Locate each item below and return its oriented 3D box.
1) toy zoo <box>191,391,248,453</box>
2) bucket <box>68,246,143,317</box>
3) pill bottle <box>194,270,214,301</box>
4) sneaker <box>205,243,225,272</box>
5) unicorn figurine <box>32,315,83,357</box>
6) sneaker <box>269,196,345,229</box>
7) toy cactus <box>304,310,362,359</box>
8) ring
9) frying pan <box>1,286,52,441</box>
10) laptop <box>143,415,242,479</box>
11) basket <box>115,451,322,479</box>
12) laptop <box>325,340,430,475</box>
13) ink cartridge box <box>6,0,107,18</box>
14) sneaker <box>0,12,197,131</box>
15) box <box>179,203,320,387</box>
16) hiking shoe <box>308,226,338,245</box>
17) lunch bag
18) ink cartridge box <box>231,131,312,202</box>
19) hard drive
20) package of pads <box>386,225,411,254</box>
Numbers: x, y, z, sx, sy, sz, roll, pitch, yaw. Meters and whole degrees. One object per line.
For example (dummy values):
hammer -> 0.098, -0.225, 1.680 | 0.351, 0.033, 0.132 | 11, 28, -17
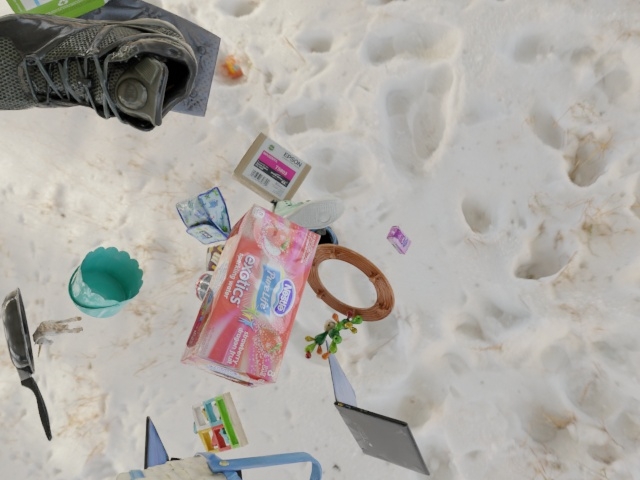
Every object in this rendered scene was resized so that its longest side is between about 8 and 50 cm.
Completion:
toy zoo -> -0.384, 0.674, 1.859 | 0.293, 0.030, 0.192 | -33, 75, 42
bucket -> -0.917, 0.185, 2.173 | 0.183, 0.281, 0.281 | -44, 72, 34
pill bottle -> -0.307, 0.165, 1.616 | 0.180, 0.108, 0.107 | 13, 90, 43
sneaker -> -0.382, 0.085, 1.922 | 0.084, 0.069, 0.185 | -16, 50, 4
unicorn figurine -> -0.604, 0.205, 1.160 | 0.111, 0.162, 0.060 | -9, 65, -19
sneaker -> -0.052, -0.096, 1.506 | 0.256, 0.151, 0.094 | -19, 124, 13
toy cactus -> 0.032, 0.300, 1.693 | 0.219, 0.180, 0.112 | -42, 101, 0
ring -> 0.081, 0.148, 1.646 | 0.337, 0.336, 0.032 | 24, 52, 20
frying pan -> -0.650, 0.263, 1.124 | 0.197, 0.053, 0.325 | 2, 101, 61
laptop -> -0.237, 0.494, 0.992 | 0.136, 0.265, 0.234 | -57, 29, 23
basket -> -0.143, 0.412, 0.688 | 0.201, 0.289, 0.254 | 7, 81, 61
laptop -> 0.199, 0.599, 1.837 | 0.408, 0.381, 0.236 | 6, 49, 32
ink cartridge box -> -0.366, -0.453, 0.746 | 0.255, 0.097, 0.188 | -31, 102, -12
sneaker -> -0.223, -0.154, 0.471 | 0.130, 0.228, 0.087 | 49, 143, 46
box -> -0.128, 0.107, 0.958 | 0.154, 0.142, 0.299 | 26, 62, -17
hiking shoe -> 0.000, 0.000, 1.847 | 0.113, 0.304, 0.132 | -41, 61, 5
lunch bag -> -0.330, -0.062, 1.471 | 0.129, 0.096, 0.151 | -11, 109, 43
ink cartridge box -> -0.181, -0.254, 1.888 | 0.235, 0.088, 0.193 | 33, 77, -10
hard drive -> -0.318, -0.332, 0.915 | 0.054, 0.255, 0.171 | 18, 97, 54
package of pads -> 0.236, -0.001, 1.527 | 0.032, 0.083, 0.050 | 1, 55, 46
